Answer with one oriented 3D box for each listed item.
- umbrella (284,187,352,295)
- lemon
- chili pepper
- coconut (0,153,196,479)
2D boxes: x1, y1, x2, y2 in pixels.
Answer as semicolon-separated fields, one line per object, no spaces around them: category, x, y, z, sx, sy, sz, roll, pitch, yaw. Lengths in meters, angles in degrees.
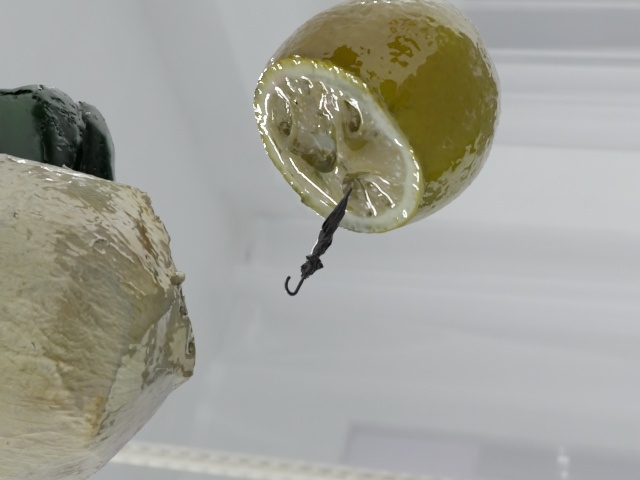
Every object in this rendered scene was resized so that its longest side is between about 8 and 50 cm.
umbrella;0.002;0.002;1.307;0.022;0.013;0.122;56;-131;-28
lemon;0.109;-0.210;2.330;0.364;0.364;0.364;4;-90;-71
chili pepper;-0.384;-0.058;2.085;0.248;0.233;0.257;-47;43;45
coconut;-0.305;0.083;1.627;0.346;0.360;0.346;-167;90;-72
